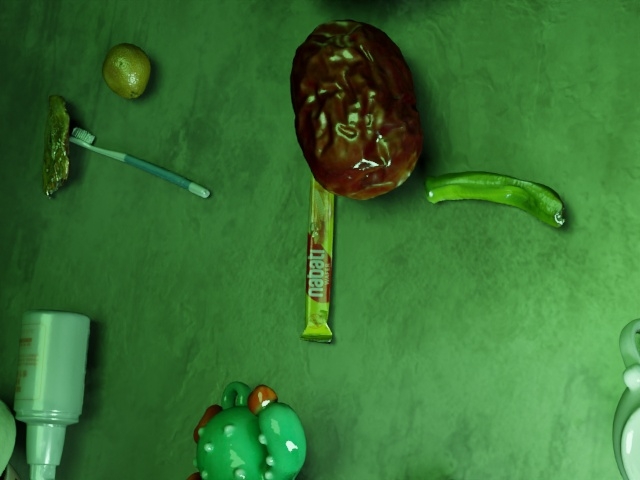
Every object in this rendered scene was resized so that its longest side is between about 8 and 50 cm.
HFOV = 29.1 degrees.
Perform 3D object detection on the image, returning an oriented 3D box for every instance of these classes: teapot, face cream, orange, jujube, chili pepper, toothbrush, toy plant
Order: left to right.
[{"bbox_3d":[-0.399,0.231,1.811,0.101,0.101,0.252,-1,79,24],"label":"face cream"},{"bbox_3d":[-0.296,-0.259,1.882,0.085,0.085,0.085,-5,77,23],"label":"orange"},{"bbox_3d":[-0.277,-0.120,1.877,0.275,0.019,0.025,23,81,26],"label":"toothbrush"},{"bbox_3d":[-0.080,0.363,1.595,0.185,0.279,0.400,-3,53,-13],"label":"toy plant"},{"bbox_3d":[0.047,-0.178,1.670,0.174,0.174,0.251,-24,62,18],"label":"jujube"},{"bbox_3d":[0.232,-0.063,1.625,0.201,0.050,0.052,11,123,29],"label":"chili pepper"},{"bbox_3d":[0.436,0.218,1.428,0.208,0.165,0.300,-56,46,50],"label":"teapot"}]

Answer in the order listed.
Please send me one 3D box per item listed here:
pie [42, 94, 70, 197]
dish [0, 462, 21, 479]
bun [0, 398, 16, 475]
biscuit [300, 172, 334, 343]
[{"bbox_3d":[-0.410,-0.151,1.924,0.092,0.034,0.170,-10,76,57],"label":"pie"},{"bbox_3d":[-0.501,0.429,1.799,0.213,0.090,0.213,-35,25,19],"label":"dish"},{"bbox_3d":[-0.584,0.310,1.782,0.283,0.179,0.283,-32,31,22],"label":"bun"},{"bbox_3d":[0.000,0.000,1.727,0.048,0.026,0.292,1,79,4],"label":"biscuit"}]
